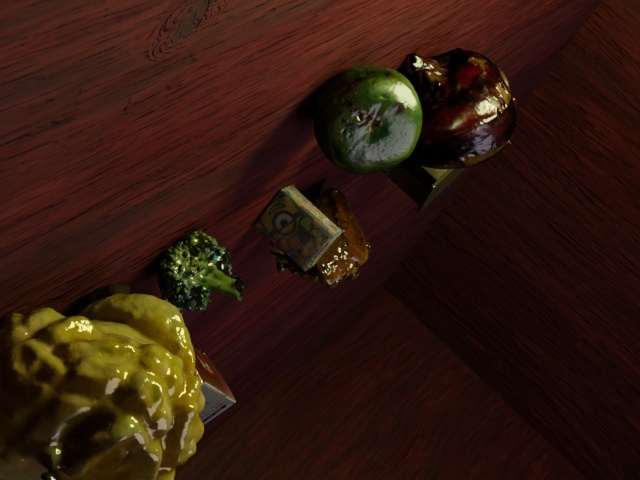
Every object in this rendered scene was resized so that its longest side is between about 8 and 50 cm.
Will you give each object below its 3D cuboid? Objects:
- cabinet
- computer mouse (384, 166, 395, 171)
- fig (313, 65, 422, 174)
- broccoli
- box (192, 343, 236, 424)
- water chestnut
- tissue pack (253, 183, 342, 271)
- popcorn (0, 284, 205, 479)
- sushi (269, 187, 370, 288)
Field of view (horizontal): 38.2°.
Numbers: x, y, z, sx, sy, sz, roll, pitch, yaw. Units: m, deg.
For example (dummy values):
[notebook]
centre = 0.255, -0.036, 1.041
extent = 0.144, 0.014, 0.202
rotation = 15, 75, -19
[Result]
[cabinet]
centre = 0.270, -0.216, 2.353
extent = 0.215, 0.175, 0.148
rotation = -42, 168, -27
[computer mouse]
centre = 0.098, -0.197, 1.900
extent = 0.077, 0.146, 0.242
rotation = -66, 166, 0
[fig]
centre = 0.073, -0.235, 1.671
extent = 0.203, 0.203, 0.235
rotation = -49, -151, 13
[broccoli]
centre = -0.201, 0.062, 1.610
extent = 0.167, 0.160, 0.154
rotation = 53, 53, -69
[box]
centre = -0.363, 0.334, 1.645
extent = 0.385, 0.122, 0.344
rotation = -34, 165, -5
[water chestnut]
centre = 0.265, -0.291, 1.957
extent = 0.300, 0.300, 0.300
rotation = -44, 169, -11
[tissue pack]
centre = -0.046, -0.026, 1.902
extent = 0.108, 0.148, 0.060
rotation = -51, 173, 23
[popcorn]
centre = -0.338, 0.215, 1.328
extent = 0.349, 0.349, 0.381
rotation = -55, -155, 39
[sushi]
centre = -0.001, 0.001, 2.055
extent = 0.179, 0.296, 0.167
rotation = -33, 139, 20
